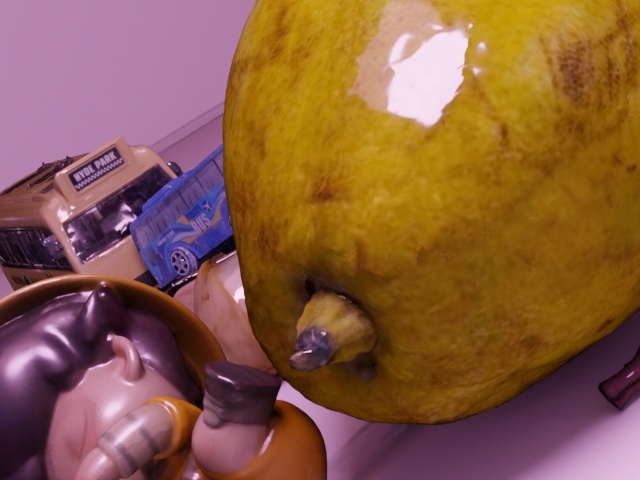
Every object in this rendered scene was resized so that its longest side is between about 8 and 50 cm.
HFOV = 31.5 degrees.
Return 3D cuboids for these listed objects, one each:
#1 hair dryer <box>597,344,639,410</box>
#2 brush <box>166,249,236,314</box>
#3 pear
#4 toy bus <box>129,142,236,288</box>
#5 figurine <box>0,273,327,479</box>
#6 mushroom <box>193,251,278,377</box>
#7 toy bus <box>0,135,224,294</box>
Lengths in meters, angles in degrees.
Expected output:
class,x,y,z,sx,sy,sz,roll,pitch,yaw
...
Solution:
class,x,y,z,sx,sy,sz,roll,pitch,yaw
hair dryer,0.210,0.038,0.583,0.154,0.054,0.106,-38,18,4
brush,0.000,0.000,1.089,0.327,0.070,0.065,-29,3,-8
pear,0.072,-0.039,0.640,0.287,0.287,0.375,-18,21,37
toy bus,-0.095,-0.037,1.097,0.079,0.094,0.236,-27,-5,-45
figurine,-0.108,0.121,0.658,0.257,0.192,0.167,15,12,38
mushroom,0.047,-0.008,0.892,0.329,0.122,0.159,-32,5,-9
toy bus,-0.270,-0.003,1.335,0.177,0.202,0.365,-36,16,-25
